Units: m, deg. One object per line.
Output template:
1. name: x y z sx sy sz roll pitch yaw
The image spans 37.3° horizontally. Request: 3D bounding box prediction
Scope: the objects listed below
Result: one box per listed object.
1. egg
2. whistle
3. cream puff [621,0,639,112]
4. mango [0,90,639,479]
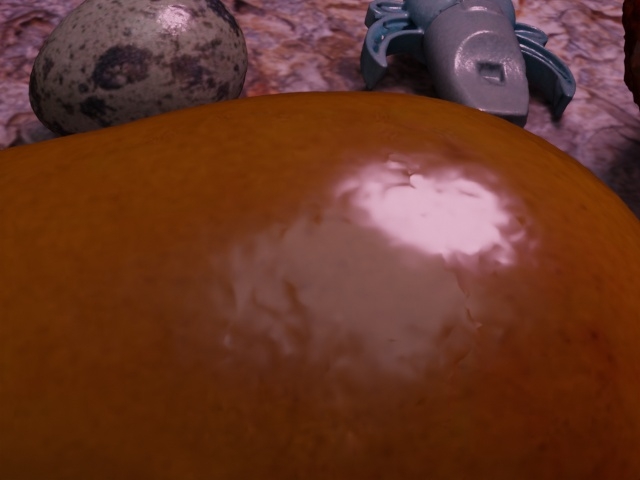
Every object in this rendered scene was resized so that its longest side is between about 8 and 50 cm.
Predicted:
1. egg: -0.140 -0.132 0.733 0.172 0.132 0.132 -20 50 -9
2. whistle: 0.124 -0.181 0.820 0.186 0.093 0.274 7 43 -12
3. cream puff: 0.385 -0.134 0.691 0.350 0.229 0.351 0 82 1
4. mango: -0.043 0.068 0.463 0.445 0.232 0.300 5 74 1
